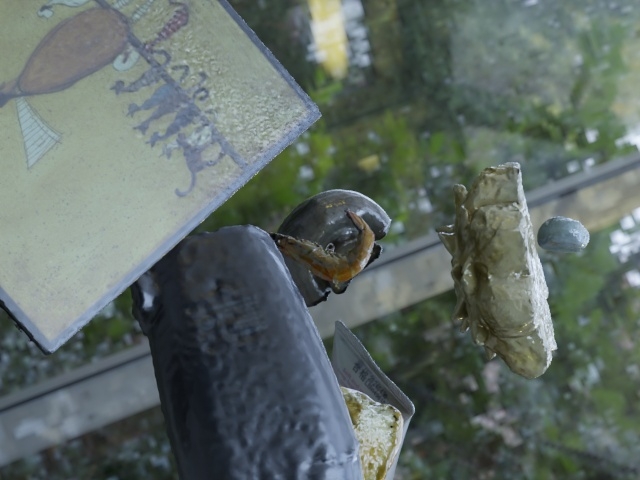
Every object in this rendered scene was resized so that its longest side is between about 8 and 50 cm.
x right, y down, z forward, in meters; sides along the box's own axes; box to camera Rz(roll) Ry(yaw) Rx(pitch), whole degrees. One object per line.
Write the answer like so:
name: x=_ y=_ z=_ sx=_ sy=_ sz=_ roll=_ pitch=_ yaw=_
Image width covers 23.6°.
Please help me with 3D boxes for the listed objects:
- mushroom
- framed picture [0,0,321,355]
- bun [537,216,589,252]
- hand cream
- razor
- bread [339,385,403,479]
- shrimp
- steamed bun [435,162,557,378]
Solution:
mushroom: x=0.000 y=0.000 z=2.194 sx=0.117 sy=0.188 sz=0.141 roll=43 pitch=-6 yaw=-19
framed picture: x=-0.187 y=-0.105 z=1.256 sx=0.255 sy=0.339 sz=0.014 roll=50 pitch=-29 yaw=-5
bun: x=0.358 y=-0.008 z=2.271 sx=0.083 sy=0.083 sz=0.045 roll=139 pitch=-39 yaw=-72
hand cream: x=0.066 y=0.281 z=2.329 sx=0.185 sy=0.118 sz=0.358 roll=51 pitch=-27 yaw=28
razor: x=-0.081 y=0.148 z=1.601 sx=0.107 sy=0.189 sz=0.326 roll=104 pitch=-32 yaw=-65
bread: x=-0.012 y=0.262 z=2.031 sx=0.246 sy=0.174 sz=0.121 roll=11 pitch=-24 yaw=48
shrimp: x=0.000 y=0.000 z=1.764 sx=0.127 sy=0.091 sz=0.025 roll=17 pitch=-22 yaw=18
steamed bun: x=0.235 y=0.049 z=2.085 sx=0.292 sy=0.137 sz=0.295 roll=-87 pitch=165 yaw=-54
